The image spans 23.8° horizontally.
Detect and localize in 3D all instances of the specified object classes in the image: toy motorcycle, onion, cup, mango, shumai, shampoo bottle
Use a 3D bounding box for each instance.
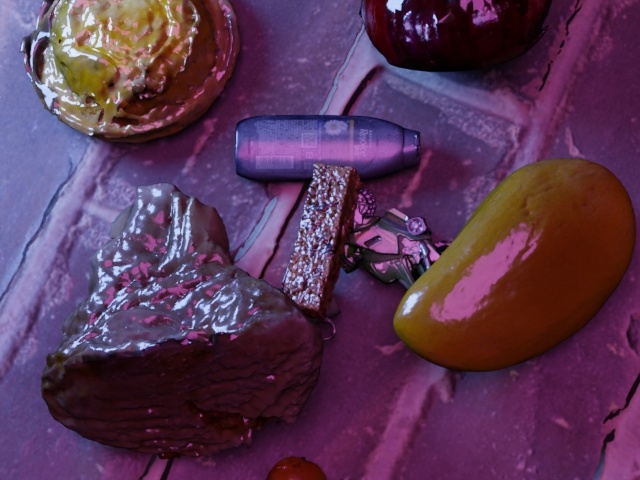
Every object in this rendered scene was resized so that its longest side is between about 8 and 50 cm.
[{"bbox_3d":[0.088,0.013,1.878,0.190,0.074,0.106,32,88,10],"label":"toy motorcycle"},{"bbox_3d":[0.163,-0.315,1.875,0.252,0.252,0.219,-23,117,-4],"label":"onion"},{"bbox_3d":[-0.018,0.092,1.872,0.083,0.054,0.075,-28,104,-2],"label":"cup"},{"bbox_3d":[0.247,0.039,1.815,0.195,0.142,0.331,44,78,-10],"label":"mango"},{"bbox_3d":[-0.169,0.096,1.830,0.346,0.217,0.283,-19,42,13],"label":"shumai"},{"bbox_3d":[-0.024,0.313,1.801,0.080,0.060,0.114,-7,71,-16],"label":"mango"},{"bbox_3d":[0.009,-0.117,1.926,0.234,0.049,0.087,0,76,3],"label":"shampoo bottle"}]

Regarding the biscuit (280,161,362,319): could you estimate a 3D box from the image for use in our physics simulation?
[{"bbox_3d":[0.000,0.000,1.850,0.064,0.034,0.199,6,70,24],"label":"biscuit"}]

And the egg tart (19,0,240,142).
[{"bbox_3d":[-0.251,-0.262,1.951,0.291,0.107,0.290,-1,74,2],"label":"egg tart"}]
